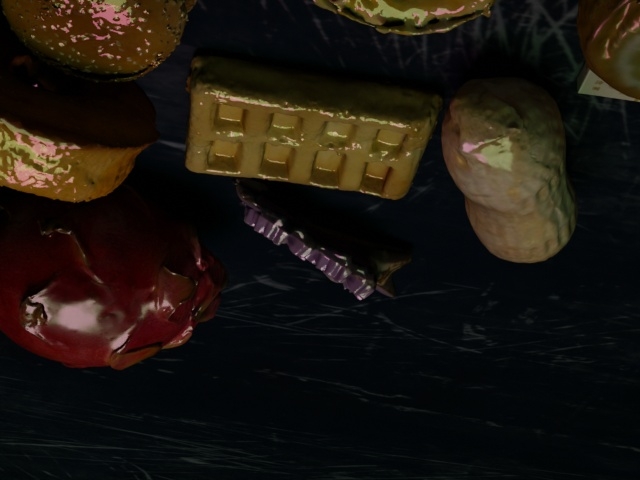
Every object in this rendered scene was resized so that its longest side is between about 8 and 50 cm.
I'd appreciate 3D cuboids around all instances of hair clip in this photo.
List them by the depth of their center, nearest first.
[{"bbox_3d":[0.000,0.000,1.883,0.292,0.084,0.106,28,-172,-32],"label":"hair clip"}]

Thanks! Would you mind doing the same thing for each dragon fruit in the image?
[{"bbox_3d":[-0.280,0.039,1.851,0.315,0.250,0.250,33,145,-11],"label":"dragon fruit"}]

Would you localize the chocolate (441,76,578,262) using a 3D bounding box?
[{"bbox_3d":[0.207,-0.075,1.653,0.134,0.134,0.309,-4,153,17],"label":"chocolate"}]

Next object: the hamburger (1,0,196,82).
[{"bbox_3d":[-0.201,-0.232,1.437,0.182,0.118,0.191,22,143,-35],"label":"hamburger"}]

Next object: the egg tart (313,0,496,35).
[{"bbox_3d":[0.078,-0.267,1.318,0.315,0.120,0.315,4,153,2],"label":"egg tart"}]

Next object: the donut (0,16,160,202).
[{"bbox_3d":[-0.281,-0.136,1.519,0.253,0.253,0.118,14,117,-16],"label":"donut"}]

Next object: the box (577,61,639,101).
[{"bbox_3d":[0.351,-0.168,1.558,0.167,0.024,0.090,7,152,-5],"label":"box"}]

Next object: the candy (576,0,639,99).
[{"bbox_3d":[0.359,-0.206,1.391,0.260,0.118,0.260,5,155,2],"label":"candy"}]

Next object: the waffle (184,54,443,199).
[{"bbox_3d":[-0.014,-0.120,1.673,0.274,0.057,0.168,8,151,-5],"label":"waffle"}]
